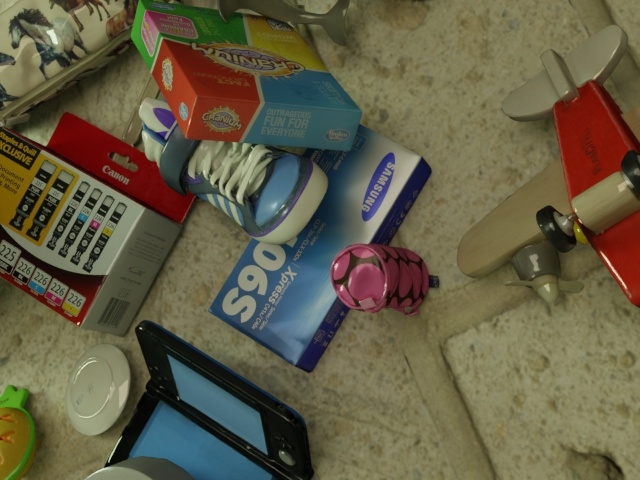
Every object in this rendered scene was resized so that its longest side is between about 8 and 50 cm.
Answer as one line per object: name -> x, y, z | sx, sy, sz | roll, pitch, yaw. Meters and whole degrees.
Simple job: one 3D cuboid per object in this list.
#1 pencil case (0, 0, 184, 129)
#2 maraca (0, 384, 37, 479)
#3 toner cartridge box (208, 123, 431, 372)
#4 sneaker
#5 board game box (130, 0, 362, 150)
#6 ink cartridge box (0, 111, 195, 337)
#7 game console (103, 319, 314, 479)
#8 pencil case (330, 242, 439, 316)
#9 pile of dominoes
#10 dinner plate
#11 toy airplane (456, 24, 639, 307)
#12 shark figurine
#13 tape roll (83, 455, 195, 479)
pencil case -> -0.414, -0.320, 1.828 | 0.410, 0.160, 0.183 | -31, 73, 9
maraca -> -0.487, 0.300, 1.728 | 0.127, 0.099, 0.185 | -26, 43, 9
toner cartridge box -> 0.000, 0.000, 1.647 | 0.165, 0.075, 0.347 | 29, 87, 22
sneaker -> -0.146, -0.111, 1.567 | 0.130, 0.236, 0.323 | -59, 23, -3
board game box -> -0.111, -0.236, 1.603 | 0.316, 0.242, 0.064 | 57, 137, 49
ink cartridge box -> -0.385, -0.045, 1.756 | 0.309, 0.130, 0.271 | 28, 89, 23
game console -> -0.174, 0.292, 1.585 | 0.293, 0.250, 0.173 | 28, 60, 23
pencil case -> 0.085, 0.055, 1.530 | 0.095, 0.209, 0.098 | -9, 84, 22
pile of dominoes -> -0.206, -0.184, 1.800 | 0.196, 0.040, 0.251 | 26, 93, 23
dinner plate -> -0.341, 0.223, 1.715 | 0.141, 0.017, 0.141 | -15, 65, 35
toy airplane -> 0.387, -0.085, 1.466 | 0.386, 0.272, 0.384 | 8, 63, 57
shark figurine -> -0.093, -0.356, 1.689 | 0.278, 0.166, 0.116 | 34, 55, -13
tape roll -> -0.250, 0.416, 1.588 | 0.219, 0.072, 0.219 | 2, 94, 29
